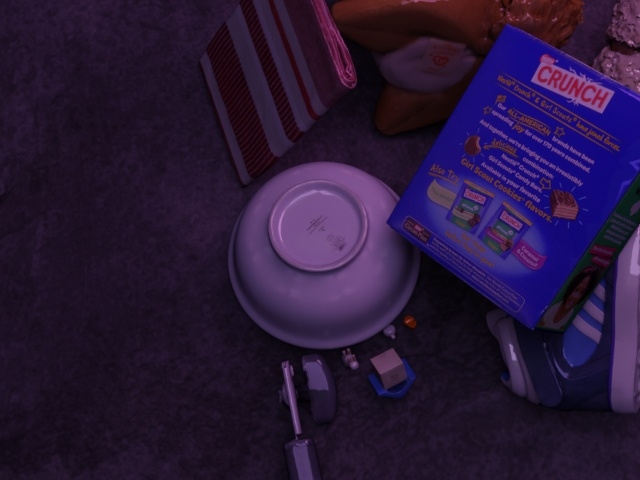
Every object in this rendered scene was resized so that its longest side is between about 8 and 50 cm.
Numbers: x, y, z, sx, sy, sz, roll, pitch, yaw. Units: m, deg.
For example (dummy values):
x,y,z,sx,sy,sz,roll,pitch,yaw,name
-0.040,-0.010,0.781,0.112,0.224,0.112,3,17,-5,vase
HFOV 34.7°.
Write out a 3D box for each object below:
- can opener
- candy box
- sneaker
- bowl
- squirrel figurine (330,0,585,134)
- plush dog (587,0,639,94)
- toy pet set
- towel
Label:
x,y,z,sx,sy,sz,roll,pitch,yaw,name
-0.004,0.304,1.470,0.095,0.076,0.283,-13,77,-1,can opener
0.285,-0.080,1.355,0.268,0.122,0.317,39,106,30,candy box
0.342,0.080,1.446,0.236,0.130,0.322,6,96,31,sneaker
0.000,0.000,1.500,0.298,0.134,0.297,-2,70,5,bowl
0.204,-0.417,1.544,0.397,0.281,0.370,-13,55,22,squirrel figurine
0.483,-0.278,1.513,0.211,0.262,0.225,16,101,-29,plush dog
0.098,0.172,1.520,0.122,0.065,0.114,-26,42,-7,toy pet set
-0.071,-0.249,1.503,0.037,0.329,0.237,-9,73,-34,towel
